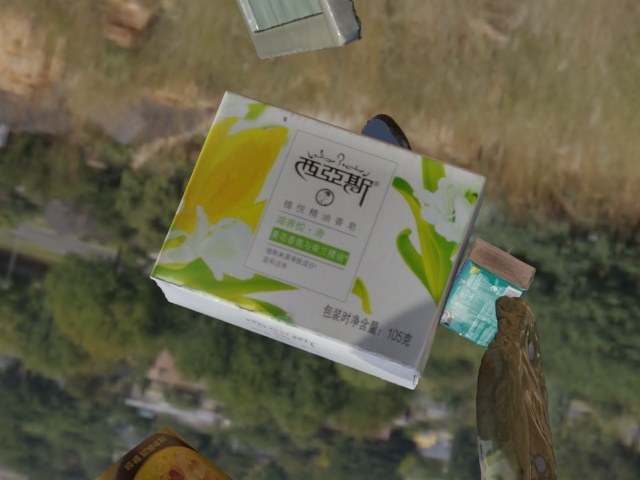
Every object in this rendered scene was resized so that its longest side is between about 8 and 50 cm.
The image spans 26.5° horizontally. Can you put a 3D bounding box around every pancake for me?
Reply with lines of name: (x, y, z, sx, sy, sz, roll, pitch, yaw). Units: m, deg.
pancake: (0.134, 0.145, 0.884, 0.042, 0.223, 0.236, -6, 175, 11)

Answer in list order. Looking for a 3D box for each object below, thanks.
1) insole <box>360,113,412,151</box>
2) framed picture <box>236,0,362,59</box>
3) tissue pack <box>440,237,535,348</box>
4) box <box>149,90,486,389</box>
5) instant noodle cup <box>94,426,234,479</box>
insole: (0.037, -0.039, 1.453, 0.012, 0.110, 0.309, -22, 160, -25)
framed picture: (-0.056, -0.214, 0.603, 0.019, 0.281, 0.209, -24, -172, -8)
tissue pack: (0.203, 0.059, 1.675, 0.085, 0.079, 0.111, 28, 129, 4)
box: (0.000, 0.000, 1.255, 0.260, 0.194, 0.111, 18, 167, 10)
instant noodle cup: (-0.082, 0.180, 0.719, 0.122, 0.151, 0.151, 46, 168, 5)
